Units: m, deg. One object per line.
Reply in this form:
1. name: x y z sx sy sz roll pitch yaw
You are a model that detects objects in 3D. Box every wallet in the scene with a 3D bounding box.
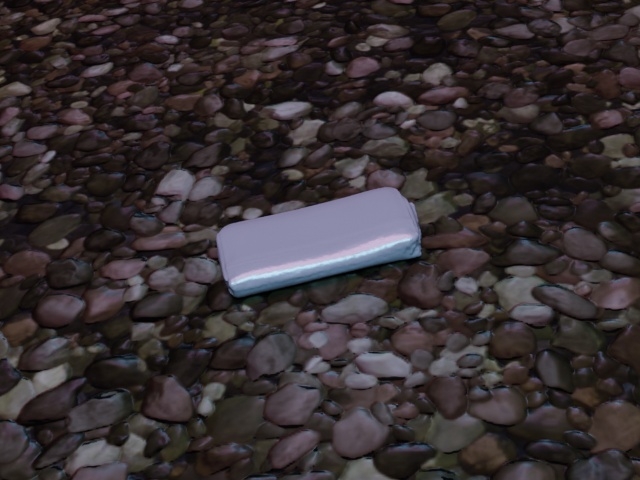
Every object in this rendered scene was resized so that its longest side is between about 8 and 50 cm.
1. wallet: 0.000 0.000 0.956 0.190 0.033 0.095 -15 39 -5
